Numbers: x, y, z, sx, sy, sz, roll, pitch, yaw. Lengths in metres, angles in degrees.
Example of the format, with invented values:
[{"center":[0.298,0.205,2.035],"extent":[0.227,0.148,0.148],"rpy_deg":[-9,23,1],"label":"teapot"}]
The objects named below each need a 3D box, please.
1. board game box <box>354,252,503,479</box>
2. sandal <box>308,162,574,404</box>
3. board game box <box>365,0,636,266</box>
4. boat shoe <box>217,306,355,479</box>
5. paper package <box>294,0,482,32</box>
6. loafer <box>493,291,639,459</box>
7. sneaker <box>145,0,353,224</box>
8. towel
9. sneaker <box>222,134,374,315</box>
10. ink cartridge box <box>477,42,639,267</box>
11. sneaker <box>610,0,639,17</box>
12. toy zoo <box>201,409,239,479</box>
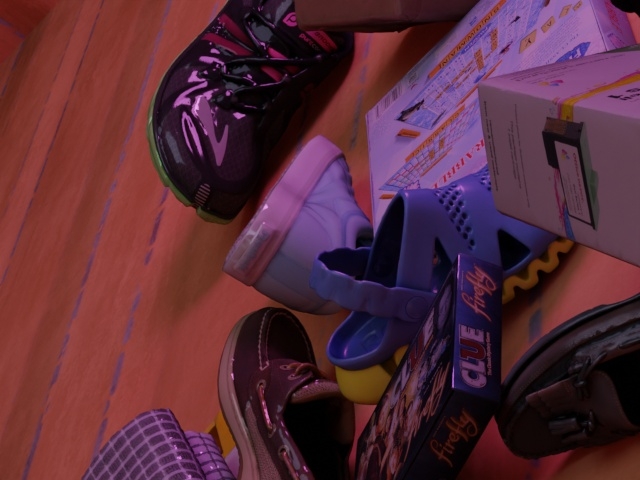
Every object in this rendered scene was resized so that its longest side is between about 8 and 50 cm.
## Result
[{"center":[0.085,0.152,1.461],"extent":[0.165,0.042,0.243],"rpy_deg":[-82,13,-51],"label":"board game box"},{"center":[0.112,0.002,1.573],"extent":[0.317,0.138,0.126],"rpy_deg":[-43,27,-5],"label":"sandal"},{"center":[0.177,-0.139,1.786],"extent":[0.319,0.066,0.318],"rpy_deg":[-44,23,25],"label":"board game box"},{"center":[-0.014,0.175,1.654],"extent":[0.123,0.123,0.342],"rpy_deg":[-38,30,24],"label":"boat shoe"},{"center":[0.096,-0.405,2.021],"extent":[0.309,0.168,0.324],"rpy_deg":[-170,77,-65],"label":"paper package"},{"center":[0.232,0.094,1.293],"extent":[0.267,0.096,0.084],"rpy_deg":[-39,32,30],"label":"loafer"},{"center":[-0.077,-0.239,2.311],"extent":[0.202,0.185,0.482],"rpy_deg":[-29,34,55],"label":"sneaker"},{"center":[-0.188,0.331,1.707],"extent":[0.283,0.121,0.235],"rpy_deg":[-52,33,7],"label":"towel"},{"center":[0.000,0.000,1.880],"extent":[0.135,0.150,0.366],"rpy_deg":[-53,2,22],"label":"sneaker"},{"center":[0.266,-0.072,1.296],"extent":[0.201,0.117,0.278],"rpy_deg":[-14,14,-16],"label":"ink cartridge box"},{"center":[0.314,-0.346,1.615],"extent":[0.447,0.169,0.257],"rpy_deg":[-56,-31,-61],"label":"sneaker"},{"center":[-0.143,0.299,1.848],"extent":[0.293,0.030,0.192],"rpy_deg":[-50,21,9],"label":"toy zoo"}]
